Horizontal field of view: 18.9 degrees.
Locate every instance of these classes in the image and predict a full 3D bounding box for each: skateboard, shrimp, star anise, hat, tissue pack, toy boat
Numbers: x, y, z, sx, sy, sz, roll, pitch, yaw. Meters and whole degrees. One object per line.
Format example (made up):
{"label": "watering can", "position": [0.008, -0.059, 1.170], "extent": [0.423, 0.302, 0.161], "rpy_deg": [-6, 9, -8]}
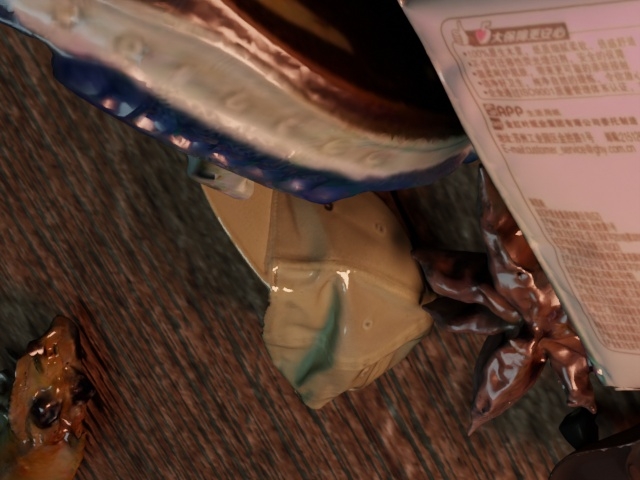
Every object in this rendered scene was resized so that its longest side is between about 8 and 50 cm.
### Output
{"label": "skateboard", "position": [0.152, 0.099, 0.815], "extent": [0.067, 0.080, 0.151], "rpy_deg": [49, 142, -5]}
{"label": "shrimp", "position": [-0.208, 0.088, 1.150], "extent": [0.173, 0.058, 0.253], "rpy_deg": [42, 147, 10]}
{"label": "star anise", "position": [0.090, 0.039, 0.815], "extent": [0.124, 0.056, 0.129], "rpy_deg": [30, 130, 1]}
{"label": "hat", "position": [-0.007, -0.002, 0.864], "extent": [0.166, 0.081, 0.122], "rpy_deg": [62, -178, -10]}
{"label": "tissue pack", "position": [0.169, -0.051, 0.593], "extent": [0.225, 0.124, 0.185], "rpy_deg": [-1, 129, 42]}
{"label": "toy boat", "position": [-0.047, -0.078, 0.721], "extent": [0.115, 0.114, 0.262], "rpy_deg": [-27, 138, 36]}
